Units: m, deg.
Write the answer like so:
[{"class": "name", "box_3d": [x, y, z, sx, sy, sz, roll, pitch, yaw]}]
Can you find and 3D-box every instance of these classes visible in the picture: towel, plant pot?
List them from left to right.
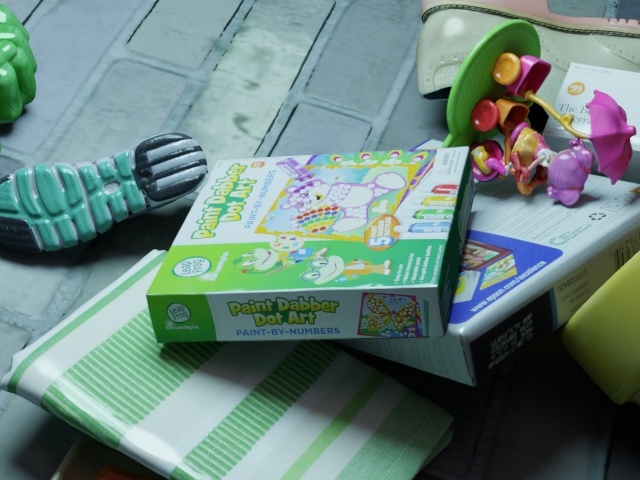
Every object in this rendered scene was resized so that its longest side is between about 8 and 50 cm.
[{"class": "towel", "box_3d": [-0.071, 0.135, 1.251, 0.325, 0.038, 0.248, 28, 34, 15]}, {"class": "plant pot", "box_3d": [0.377, 0.092, 1.284, 0.254, 0.254, 0.239, -31, 73, -35]}]

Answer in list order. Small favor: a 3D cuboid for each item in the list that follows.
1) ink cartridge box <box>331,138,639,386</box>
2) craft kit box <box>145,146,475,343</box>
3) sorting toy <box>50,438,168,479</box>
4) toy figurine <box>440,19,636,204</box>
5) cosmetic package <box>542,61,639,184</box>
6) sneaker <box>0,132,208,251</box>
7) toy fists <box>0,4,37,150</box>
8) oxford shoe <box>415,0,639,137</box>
[{"class": "ink cartridge box", "box_3d": [0.121, 0.010, 1.397, 0.303, 0.072, 0.307, -31, 29, -34]}, {"class": "craft kit box", "box_3d": [0.000, 0.000, 1.310, 0.247, 0.061, 0.250, -5, 29, 14]}, {"class": "sorting toy", "box_3d": [-0.135, 0.240, 1.153, 0.196, 0.047, 0.347, 19, 44, 8]}, {"class": "toy figurine", "box_3d": [0.207, -0.092, 1.374, 0.159, 0.173, 0.130, 35, 16, 33]}, {"class": "cosmetic package", "box_3d": [0.342, -0.102, 1.435, 0.239, 0.060, 0.099, 12, 57, 23]}, {"class": "sneaker", "box_3d": [-0.212, -0.036, 1.420, 0.224, 0.098, 0.083, -14, 83, 0]}, {"class": "toy fists", "box_3d": [-0.366, -0.136, 1.458, 0.142, 0.096, 0.279, 13, 42, 1]}, {"class": "oxford shoe", "box_3d": [0.288, -0.164, 1.624, 0.397, 0.140, 0.146, 13, 75, -5]}]
